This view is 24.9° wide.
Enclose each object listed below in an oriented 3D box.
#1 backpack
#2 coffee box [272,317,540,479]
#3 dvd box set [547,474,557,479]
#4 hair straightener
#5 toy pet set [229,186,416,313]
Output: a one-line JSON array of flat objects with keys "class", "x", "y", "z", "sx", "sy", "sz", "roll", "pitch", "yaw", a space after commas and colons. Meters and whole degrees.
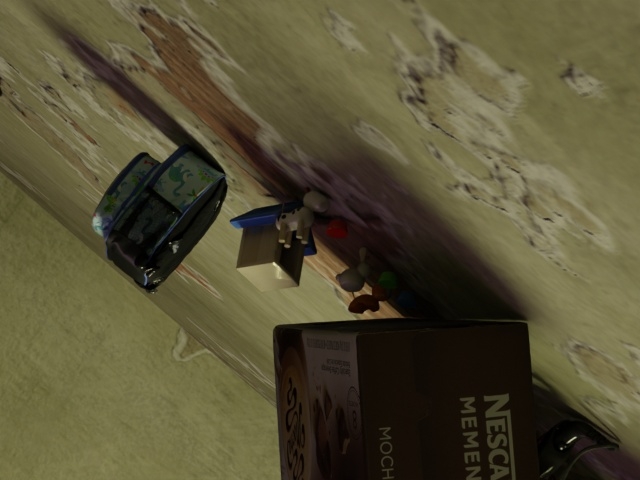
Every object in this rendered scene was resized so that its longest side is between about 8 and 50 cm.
[{"class": "backpack", "x": -0.137, "y": -0.028, "z": 1.230, "sx": 0.084, "sy": 0.114, "sz": 0.105, "roll": 40, "pitch": 167, "yaw": 4}, {"class": "coffee box", "x": 0.052, "y": 0.142, "z": 1.048, "sx": 0.119, "sy": 0.168, "sz": 0.297, "roll": -3, "pitch": 179, "yaw": -13}, {"class": "dvd box set", "x": 0.235, "y": 0.379, "z": 1.309, "sx": 0.420, "sy": 0.062, "sz": 0.307, "roll": 55, "pitch": -159, "yaw": -54}, {"class": "hair straightener", "x": 0.143, "y": 0.206, "z": 1.093, "sx": 0.047, "sy": 0.089, "sz": 0.230, "roll": 34, "pitch": 136, "yaw": -14}, {"class": "toy pet set", "x": 0.000, "y": 0.000, "z": 1.076, "sx": 0.114, "sy": 0.065, "sz": 0.122, "roll": -9, "pitch": 146, "yaw": 28}]
